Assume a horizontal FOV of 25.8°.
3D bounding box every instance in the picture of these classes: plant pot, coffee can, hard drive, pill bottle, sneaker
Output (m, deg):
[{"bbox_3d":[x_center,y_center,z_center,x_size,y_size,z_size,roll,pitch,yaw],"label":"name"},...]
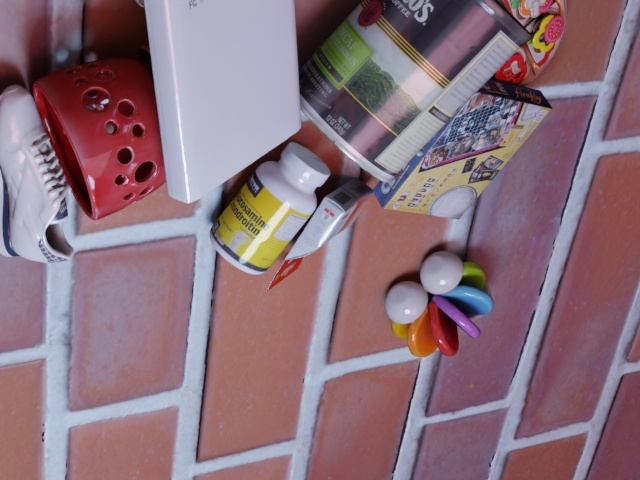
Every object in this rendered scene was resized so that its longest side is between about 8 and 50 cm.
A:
[{"bbox_3d":[-0.248,-0.141,1.761,0.174,0.191,0.191,-22,135,-16],"label":"plant pot"},{"bbox_3d":[0.117,-0.243,1.873,0.275,0.201,0.201,-46,135,13],"label":"coffee can"},{"bbox_3d":[-0.113,-0.250,1.668,0.233,0.047,0.353,-38,136,-42],"label":"hard drive"},{"bbox_3d":[-0.070,-0.048,2.005,0.103,0.103,0.184,23,113,-41],"label":"pill bottle"},{"bbox_3d":[-0.362,-0.084,1.772,0.090,0.094,0.235,-43,138,-55],"label":"sneaker"}]

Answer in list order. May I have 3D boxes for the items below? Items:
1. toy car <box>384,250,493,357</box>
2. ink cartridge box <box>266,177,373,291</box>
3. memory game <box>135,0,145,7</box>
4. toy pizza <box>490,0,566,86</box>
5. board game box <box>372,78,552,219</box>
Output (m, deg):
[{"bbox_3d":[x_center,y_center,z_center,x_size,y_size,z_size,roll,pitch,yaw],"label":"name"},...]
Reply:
[{"bbox_3d":[0.207,0.119,2.285,0.182,0.136,0.159,-40,135,7],"label":"toy car"},{"bbox_3d":[0.000,0.000,2.072,0.179,0.045,0.145,-60,171,22],"label":"ink cartridge box"},{"bbox_3d":[-0.171,-0.359,1.702,0.186,0.012,0.186,-3,122,-4],"label":"memory game"},{"bbox_3d":[0.286,-0.300,2.015,0.201,0.032,0.201,-20,127,-28],"label":"toy pizza"},{"bbox_3d":[0.209,-0.135,2.069,0.165,0.042,0.243,7,133,-40],"label":"board game box"}]
